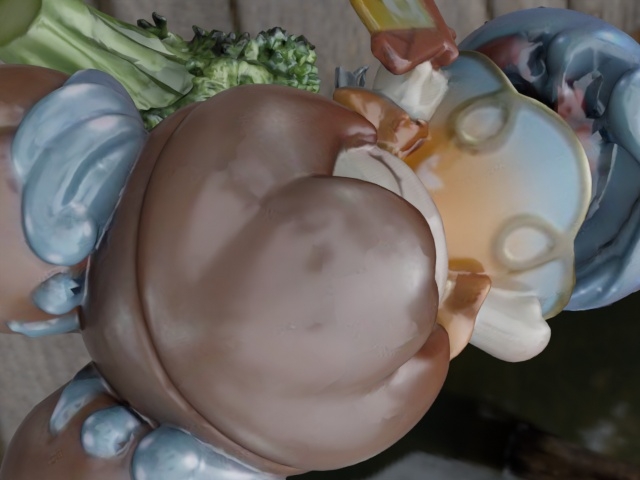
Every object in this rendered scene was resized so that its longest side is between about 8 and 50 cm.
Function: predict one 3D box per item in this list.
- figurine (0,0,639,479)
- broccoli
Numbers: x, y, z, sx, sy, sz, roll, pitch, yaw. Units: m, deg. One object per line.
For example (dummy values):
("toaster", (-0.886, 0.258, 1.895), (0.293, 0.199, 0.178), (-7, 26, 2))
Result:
("figurine", (0.000, -0.001, 0.770), (0.388, 0.248, 0.277), (-25, 92, -51))
("broccoli", (-0.136, -0.075, 1.128), (0.260, 0.288, 0.235), (9, 59, -56))
